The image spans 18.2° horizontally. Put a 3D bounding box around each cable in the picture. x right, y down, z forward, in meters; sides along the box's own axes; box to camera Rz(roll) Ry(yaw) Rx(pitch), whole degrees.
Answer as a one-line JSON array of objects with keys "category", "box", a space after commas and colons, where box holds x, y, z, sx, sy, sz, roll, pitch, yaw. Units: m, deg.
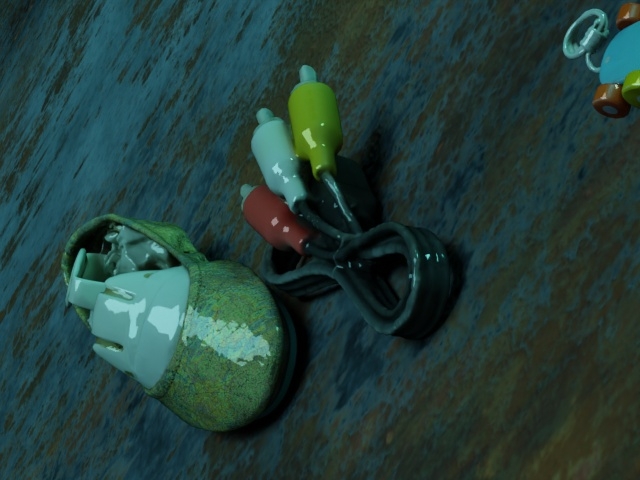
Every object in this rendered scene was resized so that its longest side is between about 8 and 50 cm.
[{"category": "cable", "box": [0.000, 0.000, 1.259, 0.287, 0.072, 0.139, -114, 45, -63]}]

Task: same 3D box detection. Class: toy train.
[{"category": "toy train", "box": [0.190, -0.130, 0.972, 0.166, 0.046, 0.125, -53, 23, 26]}]

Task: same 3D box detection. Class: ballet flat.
[{"category": "ballet flat", "box": [-0.119, 0.052, 1.433, 0.123, 0.123, 0.348, -65, 21, 4]}]
